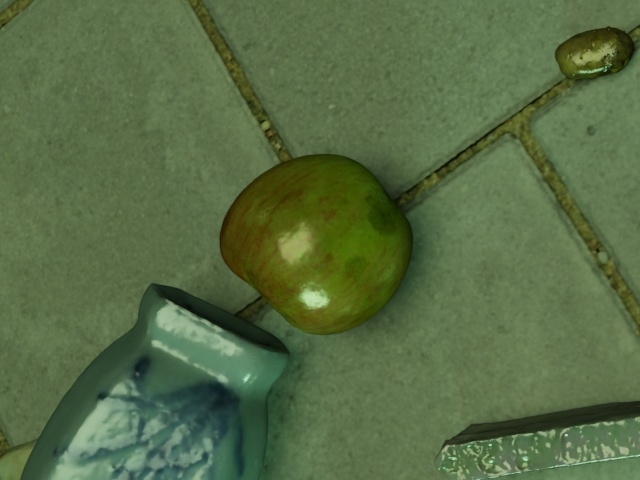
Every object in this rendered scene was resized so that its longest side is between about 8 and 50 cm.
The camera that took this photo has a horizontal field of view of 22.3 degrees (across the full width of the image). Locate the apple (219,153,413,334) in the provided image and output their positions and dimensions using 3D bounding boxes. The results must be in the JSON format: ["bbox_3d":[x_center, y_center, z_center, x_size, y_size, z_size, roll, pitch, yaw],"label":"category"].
[{"bbox_3d":[0.000,0.000,1.727,0.196,0.196,0.196,-2,85,24],"label":"apple"}]

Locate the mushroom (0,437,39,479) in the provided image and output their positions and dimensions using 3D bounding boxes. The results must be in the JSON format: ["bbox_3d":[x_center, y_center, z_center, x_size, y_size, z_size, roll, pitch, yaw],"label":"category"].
[{"bbox_3d":[-0.311,0.253,1.920,0.202,0.054,0.059,-18,80,26],"label":"mushroom"}]

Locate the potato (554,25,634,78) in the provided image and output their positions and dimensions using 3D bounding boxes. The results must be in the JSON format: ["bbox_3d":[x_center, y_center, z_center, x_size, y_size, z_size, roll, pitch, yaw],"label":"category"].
[{"bbox_3d":[0.286,-0.195,1.694,0.083,0.040,0.051,-9,69,22],"label":"potato"}]

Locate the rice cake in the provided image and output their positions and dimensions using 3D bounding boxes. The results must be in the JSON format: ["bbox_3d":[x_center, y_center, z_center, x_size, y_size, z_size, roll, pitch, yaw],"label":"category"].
[{"bbox_3d":[0.269,0.198,1.633,0.298,0.106,0.050,-12,91,23],"label":"rice cake"}]

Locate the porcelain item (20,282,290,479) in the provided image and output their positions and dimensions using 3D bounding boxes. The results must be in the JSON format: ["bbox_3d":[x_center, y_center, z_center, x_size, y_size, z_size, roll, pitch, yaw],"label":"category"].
[{"bbox_3d":[-0.196,0.262,1.771,0.243,0.178,0.405,27,96,1],"label":"porcelain item"}]
